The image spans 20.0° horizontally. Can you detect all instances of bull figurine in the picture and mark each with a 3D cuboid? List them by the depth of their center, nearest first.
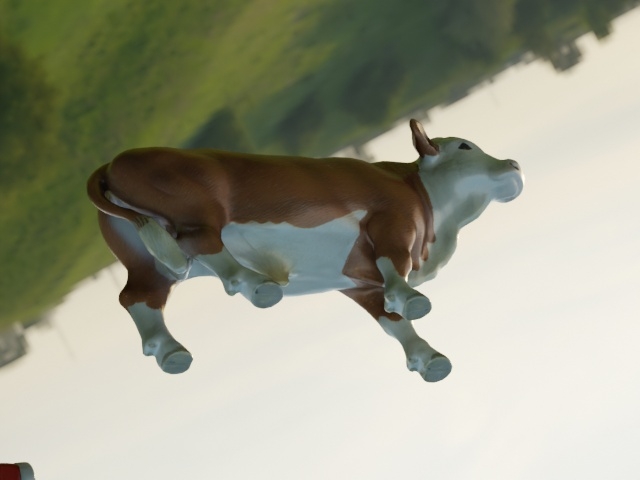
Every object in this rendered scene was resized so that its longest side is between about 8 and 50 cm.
[{"bbox_3d":[0.000,0.000,1.222,0.310,0.188,0.101,-1,129,-17],"label":"bull figurine"}]

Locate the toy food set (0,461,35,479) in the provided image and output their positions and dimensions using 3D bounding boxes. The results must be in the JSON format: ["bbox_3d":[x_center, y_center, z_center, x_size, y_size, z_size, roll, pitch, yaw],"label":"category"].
[{"bbox_3d":[-0.240,0.154,1.129,0.104,0.232,0.111,-1,155,-33],"label":"toy food set"}]
